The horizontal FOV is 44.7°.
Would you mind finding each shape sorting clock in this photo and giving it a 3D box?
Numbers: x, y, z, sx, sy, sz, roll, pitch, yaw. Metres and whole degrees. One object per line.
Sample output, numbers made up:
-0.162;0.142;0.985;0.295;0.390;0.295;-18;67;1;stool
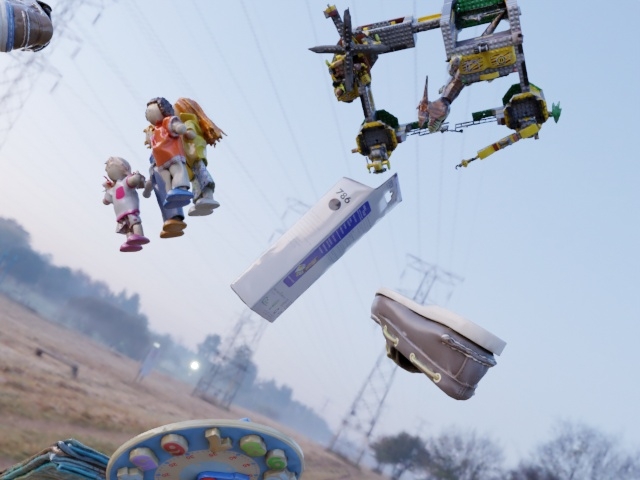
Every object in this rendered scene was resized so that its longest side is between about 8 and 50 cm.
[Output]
-0.119;0.246;0.817;0.206;0.040;0.206;-6;-39;-5;shape sorting clock

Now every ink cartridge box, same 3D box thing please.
0.000;0.000;1.348;0.065;0.332;0.165;47;-4;17;ink cartridge box

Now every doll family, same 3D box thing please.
-0.201;-0.097;1.041;0.118;0.163;0.263;-3;-18;-35;doll family

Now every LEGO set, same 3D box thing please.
0.160;-0.208;1.057;0.331;0.192;0.255;-2;-63;12;LEGO set

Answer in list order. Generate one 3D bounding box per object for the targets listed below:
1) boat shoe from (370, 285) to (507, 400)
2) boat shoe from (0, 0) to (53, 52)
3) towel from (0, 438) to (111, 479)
0.140;0.140;1.095;0.116;0.097;0.324;30;-5;-19;boat shoe
-0.316;-0.224;0.812;0.066;0.066;0.183;1;24;-26;boat shoe
-0.301;0.374;1.092;0.271;0.040;0.370;34;-36;-19;towel
